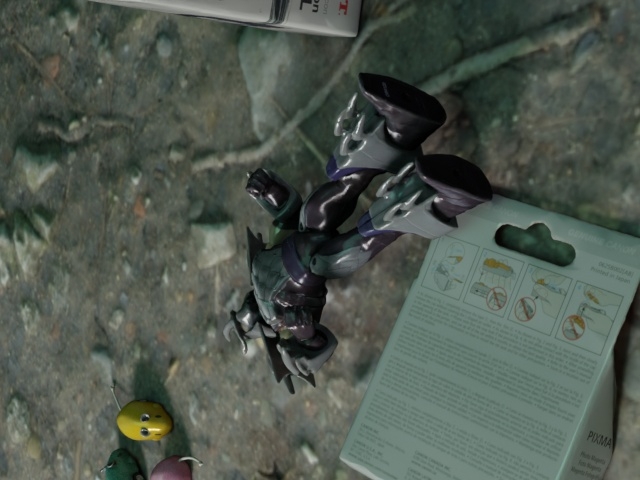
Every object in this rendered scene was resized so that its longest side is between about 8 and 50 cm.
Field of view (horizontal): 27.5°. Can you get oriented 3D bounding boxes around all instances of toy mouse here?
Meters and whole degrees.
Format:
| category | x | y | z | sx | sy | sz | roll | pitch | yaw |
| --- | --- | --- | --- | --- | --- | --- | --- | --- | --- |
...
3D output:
| category | x | y | z | sx | sy | sz | roll | pitch | yaw |
| --- | --- | --- | --- | --- | --- | --- | --- | --- | --- |
| toy mouse | -0.172 | 0.228 | 1.258 | 0.161 | 0.031 | 0.143 | 11 | 98 | 45 |

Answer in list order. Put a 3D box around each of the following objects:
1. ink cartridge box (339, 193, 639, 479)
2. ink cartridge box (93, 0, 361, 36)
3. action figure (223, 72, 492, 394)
| category | x | y | z | sx | sy | sz | roll | pitch | yaw |
| --- | --- | --- | --- | --- | --- | --- | --- | --- | --- |
| ink cartridge box | 0.134 | 0.094 | 0.953 | 0.189 | 0.066 | 0.232 | 21 | 84 | 44 |
| ink cartridge box | -0.070 | -0.257 | 1.012 | 0.100 | 0.237 | 0.172 | 13 | 99 | 42 |
| action figure | 0.000 | 0.000 | 1.028 | 0.285 | 0.099 | 0.185 | -46 | 54 | 37 |
